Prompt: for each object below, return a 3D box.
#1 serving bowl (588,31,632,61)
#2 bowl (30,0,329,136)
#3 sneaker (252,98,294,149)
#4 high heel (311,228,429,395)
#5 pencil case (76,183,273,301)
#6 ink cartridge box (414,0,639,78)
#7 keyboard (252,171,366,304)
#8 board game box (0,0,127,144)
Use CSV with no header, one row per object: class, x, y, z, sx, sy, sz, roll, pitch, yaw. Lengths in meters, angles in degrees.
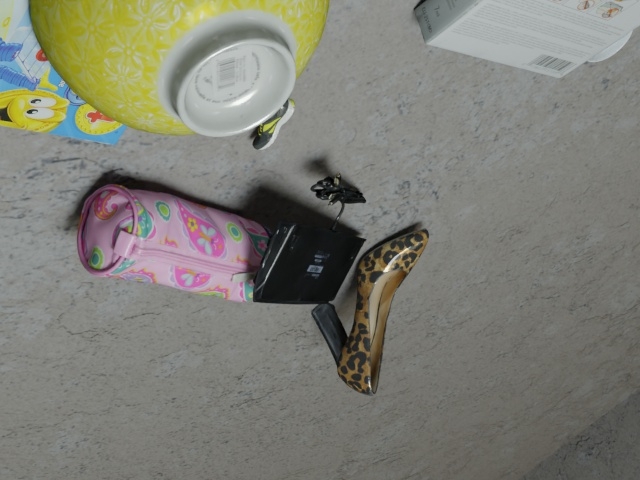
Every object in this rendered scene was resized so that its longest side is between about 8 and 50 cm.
serving bowl,0.401,-0.294,1.500,0.083,0.027,0.083,-21,147,-14
bowl,-0.104,-0.190,0.975,0.290,0.156,0.289,-20,146,-14
sneaker,-0.067,-0.152,1.341,0.035,0.031,0.083,18,122,-33
high heel,0.113,0.118,1.702,0.261,0.186,0.093,-44,145,23
pencil case,-0.180,0.009,1.383,0.124,0.124,0.284,-44,146,22
ink cartridge box,0.295,-0.301,1.312,0.275,0.060,0.239,4,153,-41
keyboard,0.000,0.000,1.510,0.201,0.033,0.317,-62,162,6
board game box,-0.267,-0.246,0.997,0.302,0.086,0.308,6,134,-42
